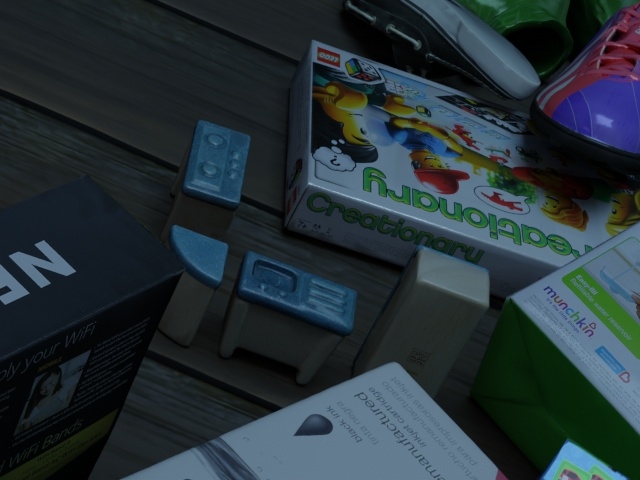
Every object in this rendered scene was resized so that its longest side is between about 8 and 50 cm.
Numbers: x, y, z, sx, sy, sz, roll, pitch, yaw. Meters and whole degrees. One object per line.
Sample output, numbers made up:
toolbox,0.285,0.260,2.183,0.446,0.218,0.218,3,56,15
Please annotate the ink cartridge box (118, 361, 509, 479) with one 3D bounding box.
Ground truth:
ink cartridge box,-0.006,0.210,1.006,0.283,0.117,0.207,-19,57,-44

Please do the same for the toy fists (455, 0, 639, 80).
toy fists,0.213,-0.225,1.669,0.279,0.096,0.142,-7,47,-35

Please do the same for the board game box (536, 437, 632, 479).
board game box,0.211,0.217,1.100,0.211,0.160,0.039,35,65,8

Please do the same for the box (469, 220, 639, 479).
box,0.279,0.111,1.241,0.231,0.127,0.262,-28,63,-30

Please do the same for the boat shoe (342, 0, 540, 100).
boat shoe,0.099,-0.167,1.536,0.077,0.070,0.219,18,21,-48

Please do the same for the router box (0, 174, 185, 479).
router box,-0.227,0.121,0.874,0.081,0.243,0.309,42,39,18

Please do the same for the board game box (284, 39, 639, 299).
board game box,0.122,-0.040,1.430,0.305,0.053,0.193,17,38,-13

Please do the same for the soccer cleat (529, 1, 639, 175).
soccer cleat,0.253,-0.140,1.498,0.108,0.116,0.318,27,22,10

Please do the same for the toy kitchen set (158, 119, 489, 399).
toy kitchen set,0.000,0.000,1.252,0.207,0.122,0.166,20,38,-10
